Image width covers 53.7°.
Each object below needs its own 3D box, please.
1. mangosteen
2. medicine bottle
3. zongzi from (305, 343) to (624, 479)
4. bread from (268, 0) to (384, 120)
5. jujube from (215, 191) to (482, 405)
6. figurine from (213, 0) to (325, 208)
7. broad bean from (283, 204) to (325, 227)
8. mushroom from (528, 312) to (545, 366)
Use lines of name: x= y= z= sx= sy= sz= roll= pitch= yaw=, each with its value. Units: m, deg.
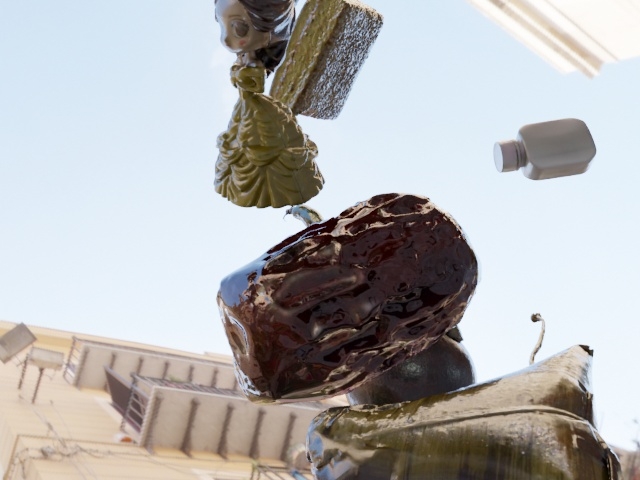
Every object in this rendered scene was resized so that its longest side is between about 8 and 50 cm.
mangosteen: x=0.189 y=0.275 z=1.368 sx=0.300 sy=0.300 sz=0.300 roll=-2 pitch=-87 yaw=-33
medicine bottle: x=0.447 y=-0.180 z=1.270 sx=0.183 sy=0.069 sz=0.119 roll=-8 pitch=-120 yaw=0
zongzi: x=0.151 y=0.185 z=0.652 sx=0.288 sy=0.286 sz=0.134 roll=-55 pitch=-38 yaw=-54
bread: x=0.007 y=-0.353 z=1.209 sx=0.184 sy=0.111 sz=0.234 roll=-17 pitch=-40 yaw=-60
jujube: x=0.028 y=0.080 z=0.878 sx=0.377 sy=0.258 sz=0.258 roll=-35 pitch=-68 yaw=0
figurine: x=-0.094 y=-0.224 z=0.910 sx=0.168 sy=0.187 sz=0.315 roll=-11 pitch=-59 yaw=-10
broad bean: x=0.001 y=-0.005 z=1.145 sx=0.039 sy=0.227 sz=0.069 roll=-5 pitch=-52 yaw=-35
mushroom: x=0.430 y=0.207 z=1.256 sx=0.026 sy=0.028 sz=0.286 roll=44 pitch=-153 yaw=0
